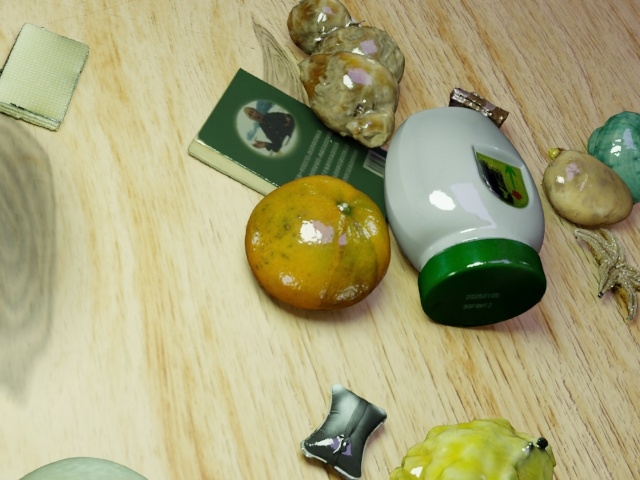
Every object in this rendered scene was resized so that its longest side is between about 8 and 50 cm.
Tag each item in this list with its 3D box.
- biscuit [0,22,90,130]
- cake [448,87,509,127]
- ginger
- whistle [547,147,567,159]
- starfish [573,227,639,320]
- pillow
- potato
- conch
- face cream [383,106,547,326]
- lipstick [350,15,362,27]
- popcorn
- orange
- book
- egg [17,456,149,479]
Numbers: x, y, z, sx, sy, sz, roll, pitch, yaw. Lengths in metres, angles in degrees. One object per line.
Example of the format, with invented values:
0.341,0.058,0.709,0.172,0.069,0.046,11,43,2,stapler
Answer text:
-0.465,-0.273,1.361,0.121,0.040,0.199,20,48,-16,biscuit
0.309,-0.245,1.647,0.116,0.113,0.295,31,8,9,cake
0.056,-0.310,1.561,0.256,0.176,0.375,27,35,-27,ginger
0.566,-0.178,1.846,0.057,0.046,0.109,-41,73,-17,whistle
0.606,0.066,1.666,0.240,0.043,0.227,31,47,-7,starfish
0.035,0.273,1.175,0.091,0.055,0.136,9,38,20,pillow
0.560,-0.108,1.738,0.234,0.128,0.161,-1,70,-35,potato
0.675,-0.197,1.858,0.134,0.196,0.202,14,21,-1,conch
0.254,-0.049,1.441,0.312,0.219,0.357,17,51,-29,face cream
0.039,-0.499,1.824,0.141,0.040,0.040,45,46,10,lipstick
0.211,0.361,1.091,0.252,0.215,0.286,32,41,7,popcorn
0.000,0.000,1.297,0.240,0.171,0.240,14,50,-17,orange
-0.031,-0.154,1.503,0.371,0.043,0.260,29,43,-6,book
-0.229,0.385,0.794,0.258,0.258,0.352,-3,59,-31,egg
